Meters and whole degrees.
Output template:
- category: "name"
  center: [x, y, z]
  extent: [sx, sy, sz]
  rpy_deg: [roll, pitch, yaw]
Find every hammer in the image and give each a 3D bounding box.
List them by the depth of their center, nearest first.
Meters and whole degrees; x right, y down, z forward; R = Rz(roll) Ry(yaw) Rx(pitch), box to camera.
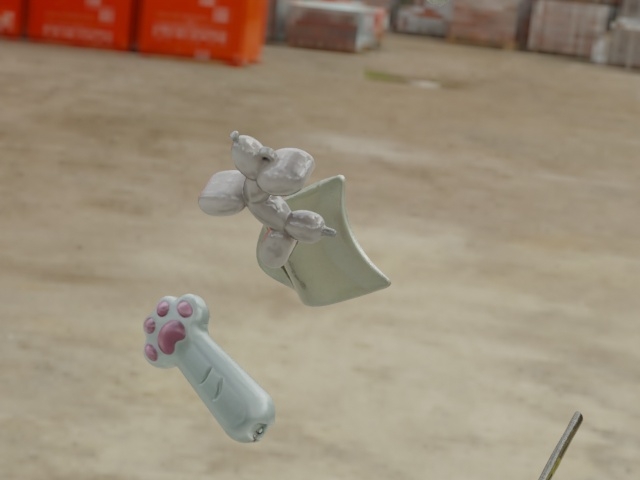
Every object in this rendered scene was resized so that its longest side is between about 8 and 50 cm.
- category: "hammer"
  center: [0.259, 0.254, 1.773]
  extent: [0.017, 0.062, 0.182]
  rpy_deg: [6, 39, 31]

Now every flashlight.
- category: "flashlight"
  center: [-0.123, 0.140, 1.698]
  extent: [0.200, 0.093, 0.047]
  rpy_deg: [47, 17, 28]

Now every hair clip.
- category: "hair clip"
  center: [-0.015, 0.008, 2.272]
  extent: [0.113, 0.173, 0.282]
  rpy_deg: [-25, 6, -13]

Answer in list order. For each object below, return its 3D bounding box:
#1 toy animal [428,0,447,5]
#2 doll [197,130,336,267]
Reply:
- category: "toy animal"
  center: [0.234, -0.357, 1.640]
  extent: [0.208, 0.154, 0.325]
  rpy_deg: [-9, -14, -25]
- category: "doll"
  center: [-0.056, -0.048, 1.680]
  extent: [0.161, 0.059, 0.160]
  rpy_deg: [42, -36, -16]
